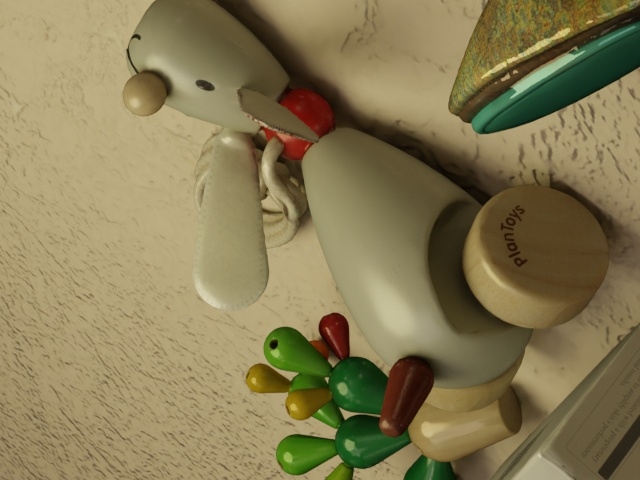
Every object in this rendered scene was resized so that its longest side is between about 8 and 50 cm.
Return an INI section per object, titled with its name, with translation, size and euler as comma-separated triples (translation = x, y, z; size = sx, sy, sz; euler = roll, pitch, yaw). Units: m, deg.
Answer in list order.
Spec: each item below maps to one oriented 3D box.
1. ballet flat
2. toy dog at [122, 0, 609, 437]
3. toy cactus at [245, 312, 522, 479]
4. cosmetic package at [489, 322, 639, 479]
[ballet flat]
translation = 0.172, -0.153, 0.861
size = 0.123, 0.123, 0.348
euler = 52, 144, -9
[toy dog]
translation = 0.000, 0.000, 1.119
size = 0.334, 0.161, 0.220
euler = 25, 139, 25
[toy cactus]
translation = 0.054, 0.130, 1.270
size = 0.180, 0.112, 0.219
euler = -16, 112, 30
[cosmetic package]
translation = 0.207, 0.205, 1.138
size = 0.225, 0.138, 0.224
euler = 41, 143, 6
